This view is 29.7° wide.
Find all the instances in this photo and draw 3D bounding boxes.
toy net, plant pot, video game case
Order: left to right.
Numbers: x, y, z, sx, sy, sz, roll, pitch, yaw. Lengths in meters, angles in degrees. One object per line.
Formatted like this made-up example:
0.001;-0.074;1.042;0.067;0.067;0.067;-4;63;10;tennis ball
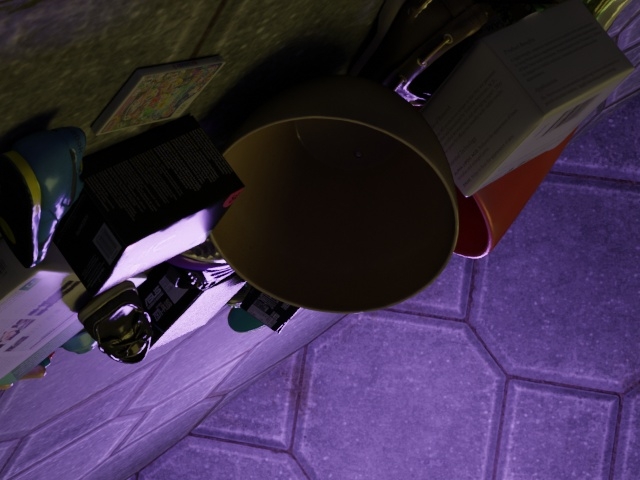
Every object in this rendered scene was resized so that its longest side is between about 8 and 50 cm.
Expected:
-0.404;0.163;1.623;0.232;0.045;0.122;-27;-167;-31;toy net
-0.153;-0.138;1.146;0.087;0.011;0.122;-43;168;35;video game case
0.021;-0.081;1.398;0.284;0.284;0.191;-43;-157;36;plant pot
0.220;-0.152;1.720;0.243;0.275;0.275;-44;173;-17;plant pot

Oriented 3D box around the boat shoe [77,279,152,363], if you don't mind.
-0.241;0.107;1.482;0.080;0.073;0.223;-35;171;-11;boat shoe

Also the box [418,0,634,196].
0.236;-0.170;1.428;0.181;0.119;0.182;-28;167;-35;box

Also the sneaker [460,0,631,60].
0.318;-0.358;1.518;0.410;0.158;0.182;-39;139;23;sneaker

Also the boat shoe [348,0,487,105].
0.116;-0.216;1.449;0.116;0.097;0.324;-33;170;-20;boat shoe

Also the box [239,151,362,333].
-0.002;-0.008;1.726;0.242;0.076;0.307;-55;-179;-19;box

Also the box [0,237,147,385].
-0.354;0.088;1.388;0.232;0.058;0.322;-38;169;7;box

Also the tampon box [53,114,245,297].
-0.184;-0.036;1.250;0.161;0.101;0.120;-29;168;-38;tampon box

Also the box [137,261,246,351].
-0.192;0.070;1.784;0.147;0.077;0.180;-25;164;-50;box

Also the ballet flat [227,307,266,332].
-0.080;0.094;2.317;0.231;0.077;0.077;-41;-174;14;ballet flat

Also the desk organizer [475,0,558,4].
0.230;-0.311;1.413;0.130;0.047;0.050;-4;152;-25;desk organizer

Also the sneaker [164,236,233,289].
-0.157;0.016;1.583;0.146;0.102;0.293;-39;170;21;sneaker

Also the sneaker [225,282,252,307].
-0.115;0.057;2.089;0.166;0.065;0.076;-31;153;-44;sneaker

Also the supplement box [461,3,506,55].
0.189;-0.262;1.478;0.062;0.098;0.036;-28;167;-42;supplement box

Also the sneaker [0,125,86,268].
-0.251;-0.039;1.110;0.082;0.069;0.209;-35;171;-28;sneaker
